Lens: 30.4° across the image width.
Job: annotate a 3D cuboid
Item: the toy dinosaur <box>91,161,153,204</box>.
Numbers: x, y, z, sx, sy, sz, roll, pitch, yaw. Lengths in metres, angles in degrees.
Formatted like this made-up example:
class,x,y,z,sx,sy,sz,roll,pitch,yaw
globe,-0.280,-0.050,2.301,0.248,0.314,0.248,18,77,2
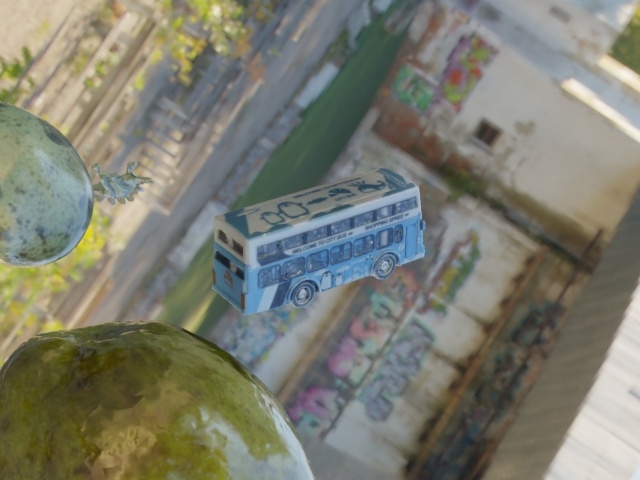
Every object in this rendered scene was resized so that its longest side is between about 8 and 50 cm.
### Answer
class,x,y,z,sx,sy,sz,roll,pitch,yaw
toy dinosaur,-0.372,-0.097,2.067,0.082,0.208,0.039,61,42,-42

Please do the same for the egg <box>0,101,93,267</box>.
class,x,y,z,sx,sy,sz,roll,pitch,yaw
egg,-0.307,-0.059,1.173,0.141,0.182,0.141,-33,-171,6

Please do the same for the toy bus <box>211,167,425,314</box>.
class,x,y,z,sx,sy,sz,roll,pitch,yaw
toy bus,0.000,0.000,1.593,0.297,0.106,0.131,-19,122,-30

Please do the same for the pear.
class,x,y,z,sx,sy,sz,roll,pitch,yaw
pear,-0.170,0.270,1.221,0.351,0.414,0.352,-18,-167,4
